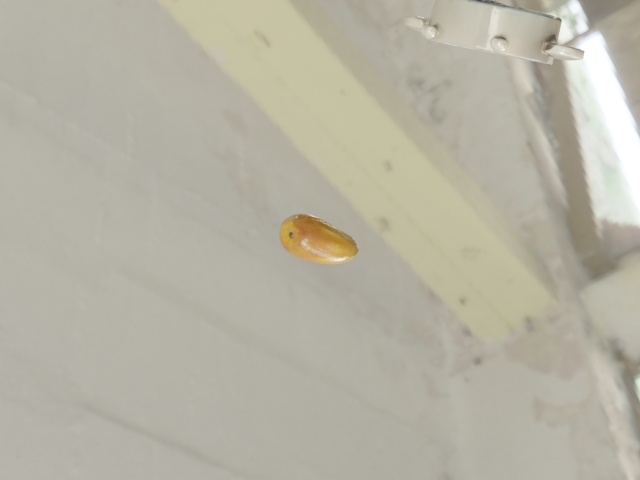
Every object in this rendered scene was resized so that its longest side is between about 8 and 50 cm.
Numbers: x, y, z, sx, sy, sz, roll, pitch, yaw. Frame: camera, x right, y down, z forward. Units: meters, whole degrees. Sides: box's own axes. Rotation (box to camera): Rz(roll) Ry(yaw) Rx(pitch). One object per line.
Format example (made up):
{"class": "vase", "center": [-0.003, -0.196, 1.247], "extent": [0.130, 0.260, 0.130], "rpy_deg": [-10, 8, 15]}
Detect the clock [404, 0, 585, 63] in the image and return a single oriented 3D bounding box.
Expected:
{"class": "clock", "center": [0.200, -0.249, 1.449], "extent": [0.156, 0.229, 0.063], "rpy_deg": [-1, -76, -56]}

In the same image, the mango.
{"class": "mango", "center": [0.000, 0.000, 1.280], "extent": [0.089, 0.046, 0.060], "rpy_deg": [13, -166, -28]}
